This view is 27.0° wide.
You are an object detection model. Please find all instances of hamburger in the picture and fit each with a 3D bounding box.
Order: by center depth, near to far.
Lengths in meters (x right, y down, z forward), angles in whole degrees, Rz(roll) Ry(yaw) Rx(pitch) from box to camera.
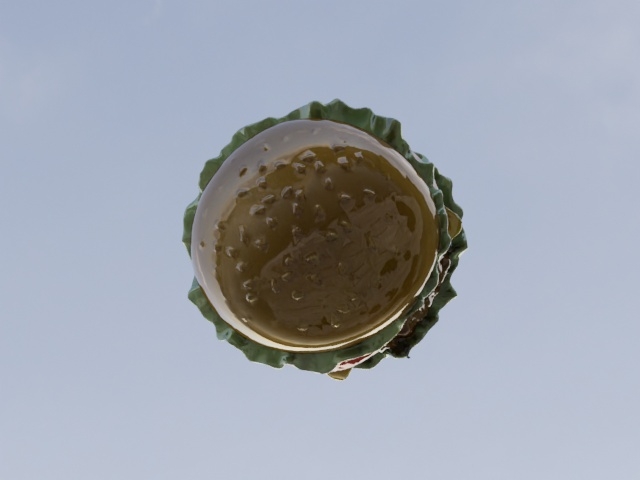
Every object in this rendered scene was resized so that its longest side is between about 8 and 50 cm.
[{"bbox_3d":[0.000,0.000,1.301,0.274,0.212,0.274,-2,-96,15],"label":"hamburger"}]
